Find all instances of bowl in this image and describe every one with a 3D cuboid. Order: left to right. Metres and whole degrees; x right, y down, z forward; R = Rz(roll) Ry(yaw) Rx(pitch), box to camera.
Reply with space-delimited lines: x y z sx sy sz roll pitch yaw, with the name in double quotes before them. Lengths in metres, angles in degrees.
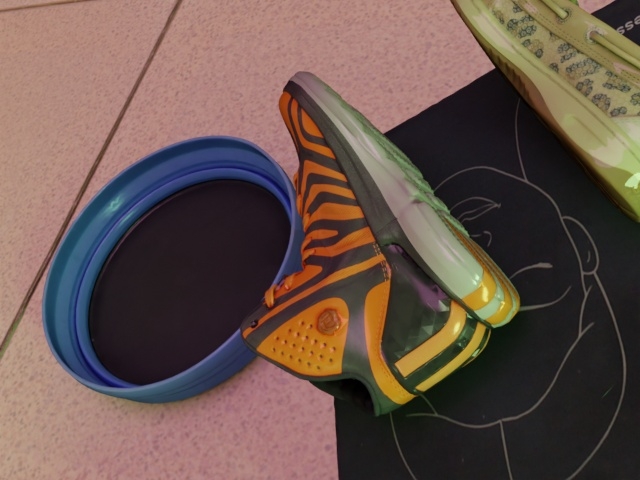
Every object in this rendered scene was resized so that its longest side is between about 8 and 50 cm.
"bowl" -0.194 0.035 1.186 0.391 0.077 0.391 -14 53 20

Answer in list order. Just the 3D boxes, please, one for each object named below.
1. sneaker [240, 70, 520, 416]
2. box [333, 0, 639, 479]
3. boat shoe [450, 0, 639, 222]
"sneaker" 0.000 0.000 0.690 0.180 0.125 0.321 -44 41 13
"box" 0.273 0.086 0.680 0.480 0.297 0.471 -28 46 30
"boat shoe" 0.177 -0.135 0.631 0.089 0.105 0.285 -39 53 14
